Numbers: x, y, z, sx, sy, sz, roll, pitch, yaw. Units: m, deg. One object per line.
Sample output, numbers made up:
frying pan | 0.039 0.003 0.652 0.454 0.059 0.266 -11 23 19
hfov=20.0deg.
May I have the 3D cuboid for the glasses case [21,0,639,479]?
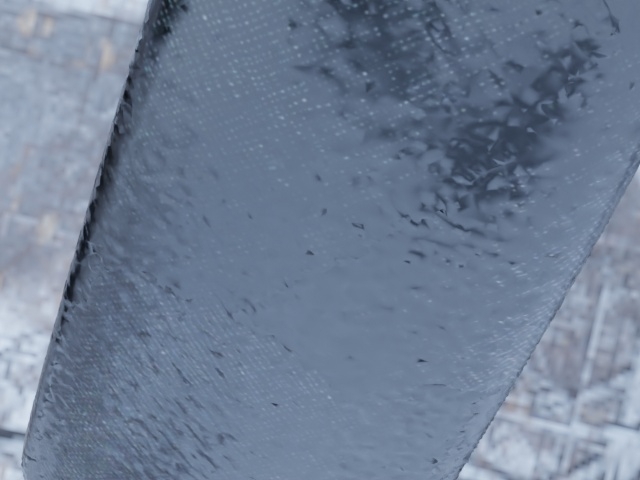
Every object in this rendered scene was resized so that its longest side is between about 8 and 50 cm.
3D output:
glasses case | 0.000 0.000 0.485 0.122 0.321 0.082 22 -134 -2
